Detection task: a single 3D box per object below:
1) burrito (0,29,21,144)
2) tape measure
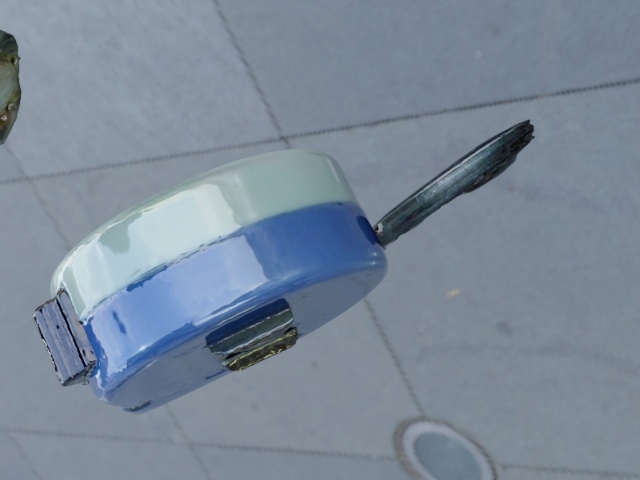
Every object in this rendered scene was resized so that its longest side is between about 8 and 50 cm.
[{"bbox_3d":[-0.414,-0.179,1.345,0.229,0.089,0.144,22,109,42],"label":"burrito"},{"bbox_3d":[0.000,0.000,0.769,0.098,0.351,0.215,62,178,12],"label":"tape measure"}]
